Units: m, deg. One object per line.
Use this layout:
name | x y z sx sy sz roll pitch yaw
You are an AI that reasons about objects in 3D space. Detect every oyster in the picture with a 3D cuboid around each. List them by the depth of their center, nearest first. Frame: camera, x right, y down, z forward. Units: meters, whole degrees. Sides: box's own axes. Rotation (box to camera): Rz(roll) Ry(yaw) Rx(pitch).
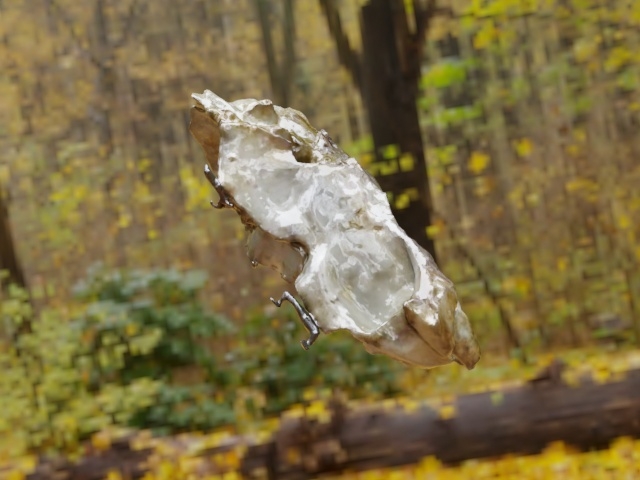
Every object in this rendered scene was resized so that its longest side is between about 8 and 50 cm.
oyster | -0.002 -0.005 1.367 0.133 0.337 0.198 -43 -40 1
